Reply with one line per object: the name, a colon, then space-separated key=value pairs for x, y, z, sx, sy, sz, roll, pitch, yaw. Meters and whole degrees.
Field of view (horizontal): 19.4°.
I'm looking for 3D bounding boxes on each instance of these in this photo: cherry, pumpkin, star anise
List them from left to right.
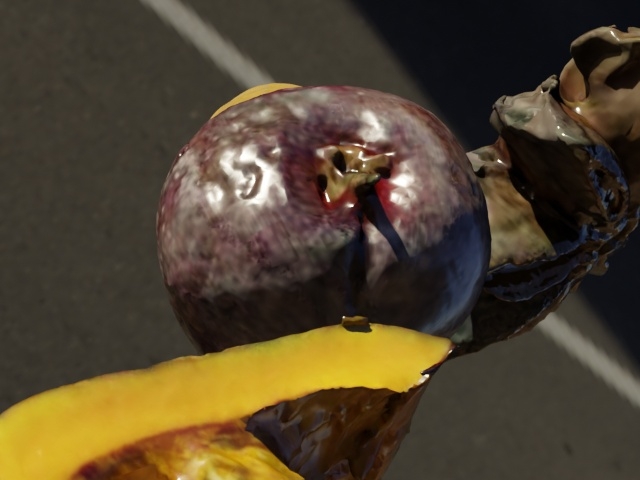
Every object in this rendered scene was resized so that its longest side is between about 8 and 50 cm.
pumpkin: x=-0.043 y=0.153 z=0.739 sx=0.280 sy=0.139 sz=0.190 roll=-10 pitch=54 yaw=-26
cherry: x=-0.002 y=0.008 z=1.070 sx=0.195 sy=0.195 sz=0.195 roll=42 pitch=29 yaw=-30
star anise: x=0.160 y=-0.037 z=1.254 sx=0.117 sy=0.332 sz=0.331 roll=48 pitch=22 yaw=18

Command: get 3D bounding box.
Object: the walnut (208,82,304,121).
walnut: x=-0.023 y=-0.064 z=1.972 sx=0.221 sy=0.195 sz=0.195 roll=20 pitch=36 yaw=-11
